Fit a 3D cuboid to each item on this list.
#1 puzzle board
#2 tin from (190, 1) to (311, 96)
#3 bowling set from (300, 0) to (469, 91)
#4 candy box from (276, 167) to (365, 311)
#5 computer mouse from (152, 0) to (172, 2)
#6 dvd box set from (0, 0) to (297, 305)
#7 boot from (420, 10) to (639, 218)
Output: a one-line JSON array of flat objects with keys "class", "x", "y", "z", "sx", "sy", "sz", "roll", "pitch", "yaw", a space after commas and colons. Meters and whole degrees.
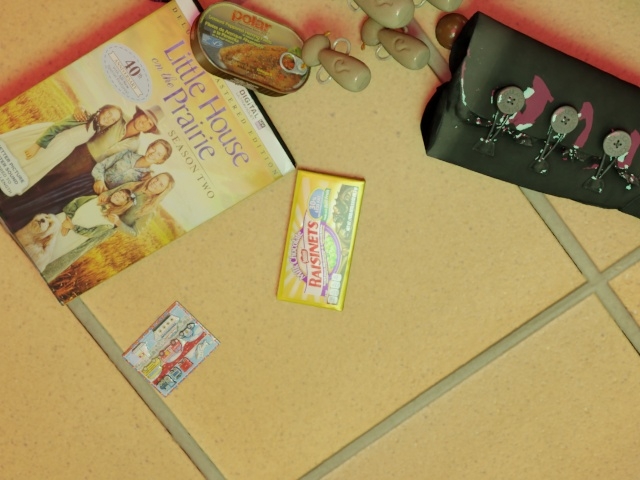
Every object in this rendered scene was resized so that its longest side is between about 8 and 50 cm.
[{"class": "puzzle board", "x": -0.234, "y": 0.172, "z": 1.799, "sx": 0.096, "sy": 0.011, "sz": 0.128, "roll": 44, "pitch": 99, "yaw": -6}, {"class": "tin", "x": -0.099, "y": -0.272, "z": 1.645, "sx": 0.190, "sy": 0.040, "sz": 0.106, "roll": 18, "pitch": 76, "yaw": -31}, {"class": "bowling set", "x": 0.107, "y": -0.326, "z": 1.641, "sx": 0.154, "sy": 0.200, "sz": 0.287, "roll": 39, "pitch": 99, "yaw": 38}, {"class": "candy box", "x": 0.000, "y": 0.000, "z": 1.746, "sx": 0.105, "sy": 0.027, "sz": 0.205, "roll": 10, "pitch": 101, "yaw": 4}, {"class": "computer mouse", "x": -0.153, "y": -0.408, "z": 1.667, "sx": 0.242, "sy": 0.041, "sz": 0.071, "roll": -25, "pitch": 100, "yaw": 8}, {"class": "dvd box set", "x": -0.289, "y": -0.132, "z": 1.709, "sx": 0.420, "sy": 0.062, "sz": 0.307, "roll": -29, "pitch": 102, "yaw": 8}, {"class": "boot", "x": 0.404, "y": -0.224, "z": 1.617, "sx": 0.445, "sy": 0.146, "sz": 0.367, "roll": 20, "pitch": 102, "yaw": -3}]
